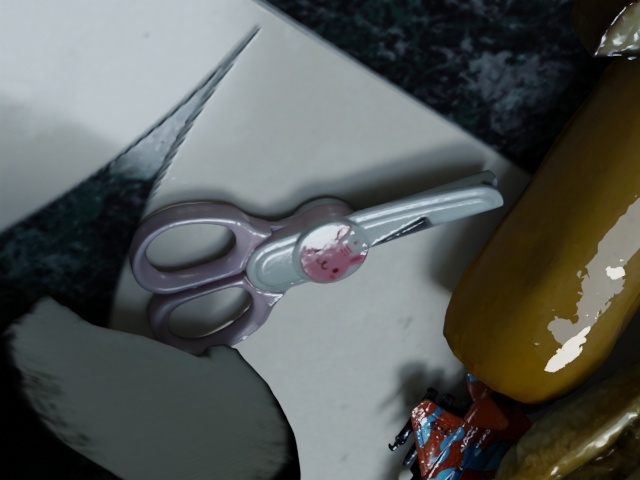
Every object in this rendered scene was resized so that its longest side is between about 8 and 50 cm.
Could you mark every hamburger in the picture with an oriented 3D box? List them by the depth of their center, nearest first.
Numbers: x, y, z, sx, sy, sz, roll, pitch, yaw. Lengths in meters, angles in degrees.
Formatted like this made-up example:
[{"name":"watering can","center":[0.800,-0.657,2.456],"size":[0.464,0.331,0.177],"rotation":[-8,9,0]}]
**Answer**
[{"name":"hamburger","center":[0.255,0.176,1.247],"size":[0.319,0.158,0.318],"rotation":[-29,154,-16]}]

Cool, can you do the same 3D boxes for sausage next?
[{"name":"sausage","center":[0.200,-0.039,1.138],"size":[0.112,0.112,0.328],"rotation":[19,115,-33]}]

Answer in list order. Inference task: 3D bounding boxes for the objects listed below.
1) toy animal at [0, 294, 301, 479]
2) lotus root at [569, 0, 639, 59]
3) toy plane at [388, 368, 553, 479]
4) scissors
[{"name":"toy animal","center":[-0.170,0.213,1.104],"size":[0.251,0.251,0.310],"rotation":[12,120,-30]},{"name":"lotus root","center":[0.280,-0.185,0.985],"size":[0.261,0.074,0.170],"rotation":[-4,134,-12]},{"name":"toy plane","center":[0.088,0.168,1.288],"size":[0.130,0.061,0.189],"rotation":[22,119,-36]},{"name":"scissors","center":[0.000,0.000,1.135],"size":[0.242,0.030,0.118],"rotation":[-18,132,-4]}]
